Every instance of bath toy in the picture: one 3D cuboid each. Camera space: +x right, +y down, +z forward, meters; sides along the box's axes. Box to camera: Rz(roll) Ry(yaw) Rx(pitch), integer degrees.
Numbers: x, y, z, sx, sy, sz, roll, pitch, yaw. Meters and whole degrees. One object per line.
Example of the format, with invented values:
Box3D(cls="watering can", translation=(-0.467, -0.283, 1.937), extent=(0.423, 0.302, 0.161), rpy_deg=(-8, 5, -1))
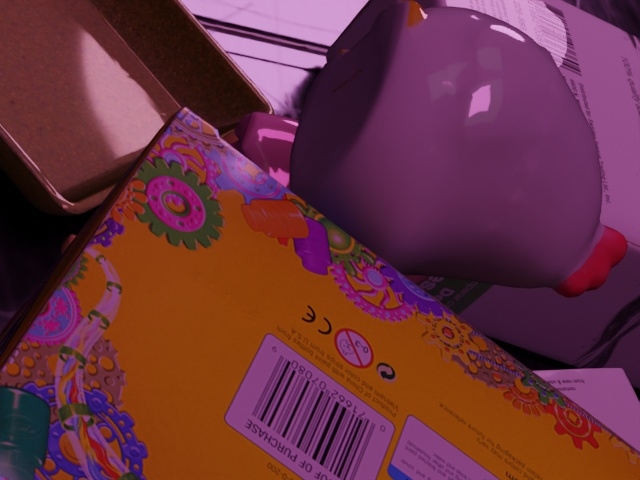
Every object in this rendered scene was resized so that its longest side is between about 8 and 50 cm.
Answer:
Box3D(cls="bath toy", translation=(0.000, 0.000, 0.716), extent=(0.129, 0.348, 0.151), rpy_deg=(28, 64, -20))

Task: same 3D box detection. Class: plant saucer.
Box3D(cls="plant saucer", translation=(-0.143, -0.099, 0.926), extent=(0.188, 0.045, 0.188), rpy_deg=(49, 38, 8))

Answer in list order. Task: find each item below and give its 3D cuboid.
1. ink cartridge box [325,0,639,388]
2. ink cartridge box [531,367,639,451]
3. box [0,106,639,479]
Box3D(cls="ink cartridge box", translation=(0.161, -0.035, 1.076), extent=(0.289, 0.121, 0.211), rpy_deg=(21, 43, -27))
Box3D(cls="ink cartridge box", translation=(0.105, 0.168, 0.825), extent=(0.127, 0.128, 0.176), rpy_deg=(3, 53, -41))
Box3D(cls="box", translation=(-0.029, 0.167, 0.580), extent=(0.290, 0.279, 0.177), rpy_deg=(37, 39, -8))
